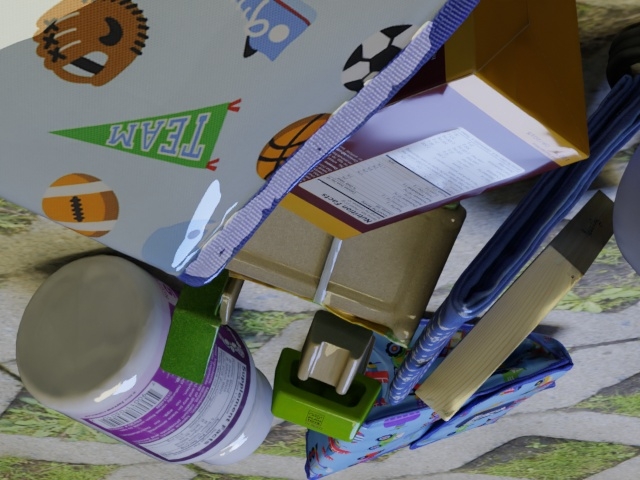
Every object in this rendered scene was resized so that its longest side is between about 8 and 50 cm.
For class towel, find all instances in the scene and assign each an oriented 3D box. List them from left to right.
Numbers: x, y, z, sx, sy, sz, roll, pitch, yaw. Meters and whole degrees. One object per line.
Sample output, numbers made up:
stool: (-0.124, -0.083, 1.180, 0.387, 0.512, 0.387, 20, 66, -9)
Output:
towel: (0.156, 0.014, 1.175, 0.040, 0.243, 0.336, 39, 163, 7)

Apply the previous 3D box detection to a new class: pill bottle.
pill bottle: (-0.172, 0.142, 1.543, 0.169, 0.169, 0.301, -11, 153, 23)

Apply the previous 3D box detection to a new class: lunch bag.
lunch bag: (-0.074, -0.215, 0.674, 0.327, 0.239, 0.385, 24, 124, -39)
lunch bag: (0.136, 0.169, 1.685, 0.293, 0.138, 0.221, -5, 157, -19)

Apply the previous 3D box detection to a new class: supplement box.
supplement box: (0.048, -0.130, 0.917, 0.194, 0.191, 0.129, -19, 149, 34)

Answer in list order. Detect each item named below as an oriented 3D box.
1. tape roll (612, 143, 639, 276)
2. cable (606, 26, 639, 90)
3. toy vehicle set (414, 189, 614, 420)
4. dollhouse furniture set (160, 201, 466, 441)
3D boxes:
tape roll: (0.343, -0.033, 1.138, 0.219, 0.072, 0.219, -15, 133, -16)
cable: (0.294, -0.093, 1.193, 0.139, 0.072, 0.287, -2, 147, 41)
toy vehicle set: (0.177, 0.048, 1.231, 0.166, 0.035, 0.267, -50, 173, 20)
dollhouse furniture set: (0.000, 0.000, 1.217, 0.197, 0.151, 0.302, 20, 134, 1)
